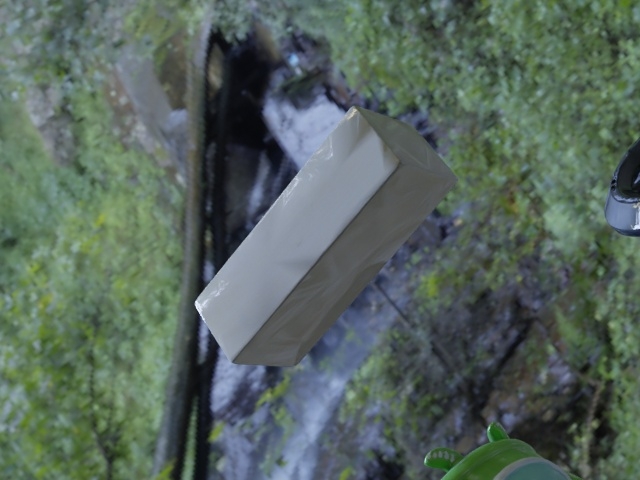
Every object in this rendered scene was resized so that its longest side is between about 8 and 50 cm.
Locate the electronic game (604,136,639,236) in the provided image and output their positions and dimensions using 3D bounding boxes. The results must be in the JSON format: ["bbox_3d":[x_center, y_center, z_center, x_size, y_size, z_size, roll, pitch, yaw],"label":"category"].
[{"bbox_3d":[0.386,-0.090,1.184,0.048,0.229,0.229,45,150,-14],"label":"electronic game"}]

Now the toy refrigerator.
[{"bbox_3d":[0.000,0.000,1.143,0.269,0.102,0.094,-51,56,22],"label":"toy refrigerator"}]

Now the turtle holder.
[{"bbox_3d":[0.274,0.416,1.617,0.227,0.243,0.320,34,-176,38],"label":"turtle holder"}]
